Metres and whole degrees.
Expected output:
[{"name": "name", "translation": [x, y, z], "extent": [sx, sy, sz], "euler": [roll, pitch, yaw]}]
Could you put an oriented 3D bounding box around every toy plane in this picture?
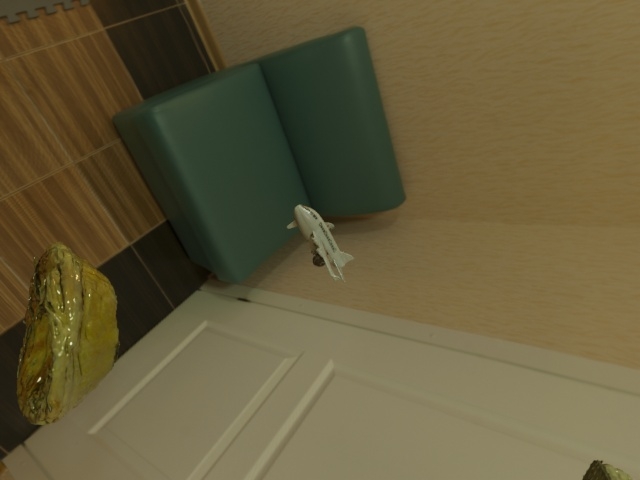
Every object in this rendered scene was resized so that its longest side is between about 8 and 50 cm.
[{"name": "toy plane", "translation": [0.000, 0.000, 0.776], "extent": [0.171, 0.066, 0.162], "euler": [45, 24, -30]}]

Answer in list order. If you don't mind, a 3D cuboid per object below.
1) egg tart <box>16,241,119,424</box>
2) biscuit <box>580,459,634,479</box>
[{"name": "egg tart", "translation": [-0.345, 0.122, 0.570], "extent": [0.098, 0.252, 0.232], "euler": [11, 127, -45]}, {"name": "biscuit", "translation": [0.194, 0.249, 0.272], "extent": [0.121, 0.041, 0.199], "euler": [-66, 165, 13]}]
